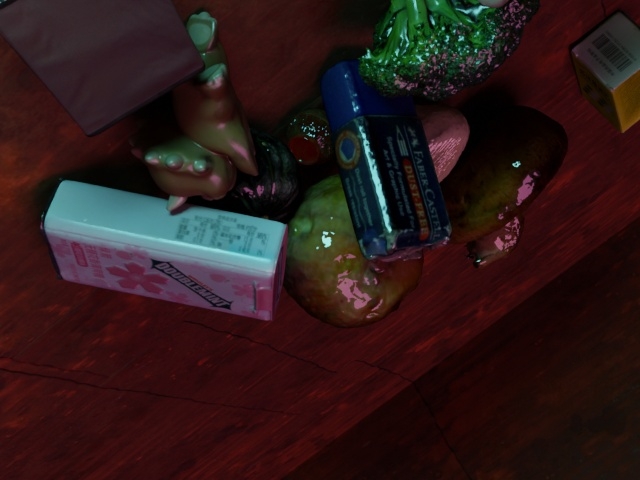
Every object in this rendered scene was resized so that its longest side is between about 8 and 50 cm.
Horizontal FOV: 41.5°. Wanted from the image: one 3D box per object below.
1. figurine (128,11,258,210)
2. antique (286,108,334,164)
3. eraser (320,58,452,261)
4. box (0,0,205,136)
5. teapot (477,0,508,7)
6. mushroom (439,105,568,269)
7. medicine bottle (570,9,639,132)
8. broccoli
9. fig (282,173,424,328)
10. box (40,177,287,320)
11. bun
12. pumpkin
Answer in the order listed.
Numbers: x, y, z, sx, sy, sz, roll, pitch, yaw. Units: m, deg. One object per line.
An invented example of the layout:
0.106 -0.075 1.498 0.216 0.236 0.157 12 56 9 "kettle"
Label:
-0.195 -0.164 1.218 0.173 0.177 0.247 -14 144 1 "figurine"
-0.010 -0.180 1.466 0.104 0.104 0.104 -25 152 -14 "antique"
0.109 -0.133 1.405 0.155 0.332 0.101 -6 168 -37 "eraser"
-0.269 -0.276 0.978 0.188 0.153 0.252 -31 153 0 "box"
0.271 -0.467 1.130 0.318 0.220 0.149 -37 179 -39 "teapot"
0.378 -0.116 1.764 0.345 0.259 0.345 -41 -169 10 "mushroom"
0.645 -0.357 1.817 0.141 0.137 0.250 -38 153 11 "medicine bottle"
0.176 -0.353 1.246 0.298 0.297 0.297 -34 126 3 "broccoli"
0.000 0.000 1.579 0.286 0.369 0.286 -15 112 -42 "fig"
-0.242 0.016 1.330 0.370 0.112 0.190 13 146 2 "box"
0.182 -0.186 1.619 0.220 0.134 0.220 -30 156 -15 "bun"
-0.136 -0.086 1.420 0.220 0.162 0.220 -30 156 -15 "pumpkin"
